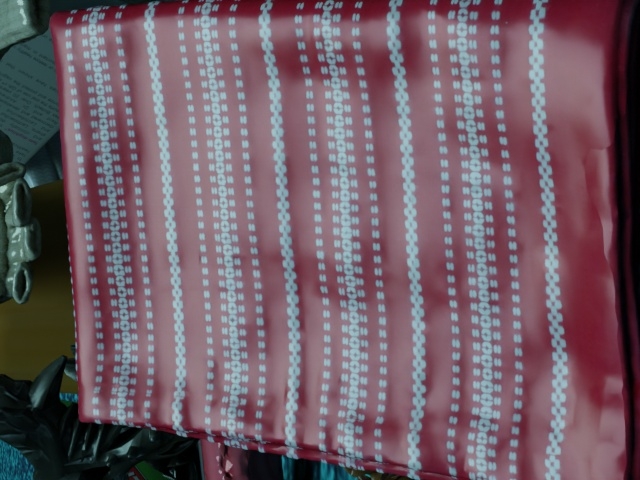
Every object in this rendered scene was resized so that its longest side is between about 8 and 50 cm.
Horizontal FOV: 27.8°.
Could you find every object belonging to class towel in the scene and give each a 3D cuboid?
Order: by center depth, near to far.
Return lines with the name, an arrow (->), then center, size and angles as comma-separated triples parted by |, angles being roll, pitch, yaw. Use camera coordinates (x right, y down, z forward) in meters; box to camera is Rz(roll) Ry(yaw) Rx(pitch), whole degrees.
towel -> 0.000, 0.000, 0.528 | 0.275, 0.031, 0.199 | 4, 102, 31

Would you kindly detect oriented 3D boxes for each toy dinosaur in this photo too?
toy dinosaur -> -0.050, 0.048, 0.677 | 0.322, 0.218, 0.164 | 59, -168, 27

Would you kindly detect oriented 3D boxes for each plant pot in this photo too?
plant pot -> -0.154, 0.031, 0.939 | 0.205, 0.188, 0.205 | 174, 90, -70

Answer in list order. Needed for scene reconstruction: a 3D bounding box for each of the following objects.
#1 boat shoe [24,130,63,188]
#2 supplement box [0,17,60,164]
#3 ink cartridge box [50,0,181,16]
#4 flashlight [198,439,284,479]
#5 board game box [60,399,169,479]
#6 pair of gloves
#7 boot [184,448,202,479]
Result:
boat shoe -> -0.210, 0.002, 1.178 | 0.119, 0.121, 0.335 | 126, 132, -55
supplement box -> -0.244, -0.173, 1.084 | 0.220, 0.114, 0.111 | -42, 47, 21
ink cartridge box -> -0.137, -0.253, 0.865 | 0.093, 0.154, 0.212 | 116, 144, -51
flashlight -> -0.050, 0.102, 0.818 | 0.103, 0.103, 0.304 | 0, 99, 35
board game box -> -0.148, 0.223, 1.037 | 0.213, 0.046, 0.317 | 53, 161, -8
pair of gloves -> -0.213, -0.072, 0.792 | 0.204, 0.042, 0.240 | 9, 98, 62
boot -> -0.133, 0.222, 1.145 | 0.121, 0.045, 0.099 | -114, 26, -45
